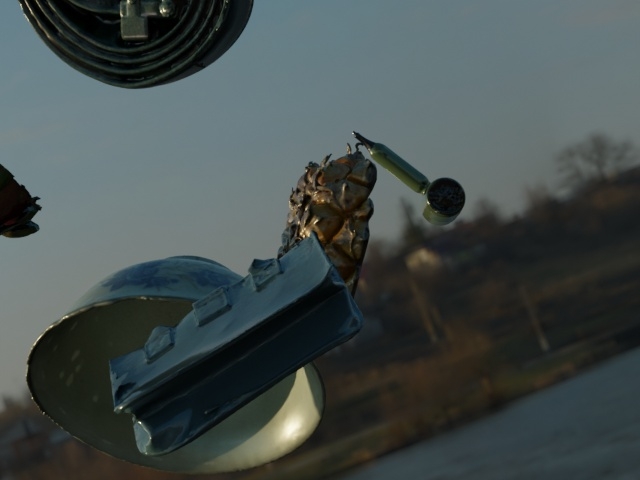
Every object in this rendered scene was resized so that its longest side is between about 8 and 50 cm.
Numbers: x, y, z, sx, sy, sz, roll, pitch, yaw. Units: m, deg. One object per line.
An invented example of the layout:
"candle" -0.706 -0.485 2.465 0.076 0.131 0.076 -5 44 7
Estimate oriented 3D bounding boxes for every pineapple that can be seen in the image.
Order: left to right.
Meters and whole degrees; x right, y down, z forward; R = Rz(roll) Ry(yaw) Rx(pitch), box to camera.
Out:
"pineapple" 0.000 0.000 1.744 0.076 0.224 0.225 11 -13 -10

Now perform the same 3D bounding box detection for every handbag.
"handbag" -0.079 0.087 1.504 0.229 0.062 0.179 -33 17 0

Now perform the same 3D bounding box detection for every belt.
"belt" -0.191 -0.266 1.623 0.206 0.267 0.116 -52 -6 16

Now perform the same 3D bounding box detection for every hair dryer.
"hair dryer" 0.096 -0.077 1.884 0.047 0.150 0.071 -50 -5 -7

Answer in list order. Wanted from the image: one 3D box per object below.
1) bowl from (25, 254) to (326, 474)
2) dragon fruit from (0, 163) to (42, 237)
"bowl" -0.144 0.105 1.811 0.313 0.146 0.313 4 -39 3
"dragon fruit" -0.278 -0.043 1.142 0.175 0.142 0.138 -26 0 -25
